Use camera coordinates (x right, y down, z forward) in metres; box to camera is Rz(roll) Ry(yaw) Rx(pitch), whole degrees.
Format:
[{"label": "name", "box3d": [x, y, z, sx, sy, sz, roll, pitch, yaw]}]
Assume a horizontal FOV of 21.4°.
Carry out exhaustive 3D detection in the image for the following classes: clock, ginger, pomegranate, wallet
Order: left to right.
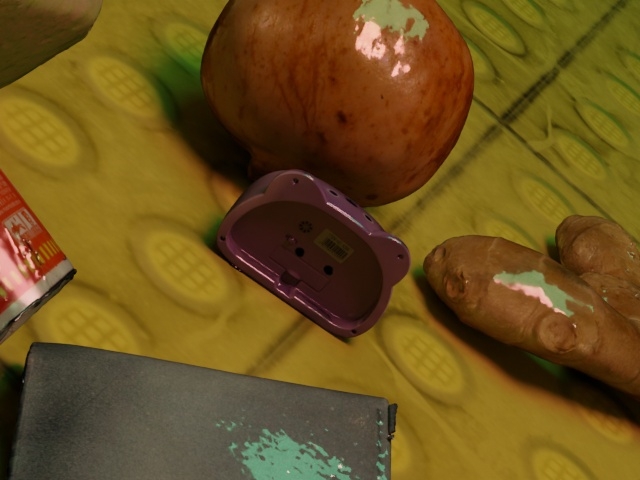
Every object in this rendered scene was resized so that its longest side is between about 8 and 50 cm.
[{"label": "wallet", "box3d": [-0.071, 0.175, 1.017, 0.251, 0.054, 0.290, 11, 35, -11]}, {"label": "clock", "box3d": [0.000, 0.000, 1.382, 0.152, 0.110, 0.050, 36, 30, -11]}, {"label": "pomegranate", "box3d": [0.014, -0.139, 1.496, 0.248, 0.248, 0.248, 31, 28, -19]}, {"label": "ginger", "box3d": [0.297, 0.100, 1.609, 0.348, 0.122, 0.363, 42, 15, 22]}]

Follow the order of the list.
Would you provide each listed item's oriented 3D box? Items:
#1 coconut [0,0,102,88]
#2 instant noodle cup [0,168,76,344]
[{"label": "coconut", "box3d": [-0.274, -0.251, 1.150, 0.328, 0.328, 0.281, 51, 26, 19]}, {"label": "instant noodle cup", "box3d": [-0.263, -0.015, 1.008, 0.212, 0.193, 0.193, 47, 26, -3]}]
